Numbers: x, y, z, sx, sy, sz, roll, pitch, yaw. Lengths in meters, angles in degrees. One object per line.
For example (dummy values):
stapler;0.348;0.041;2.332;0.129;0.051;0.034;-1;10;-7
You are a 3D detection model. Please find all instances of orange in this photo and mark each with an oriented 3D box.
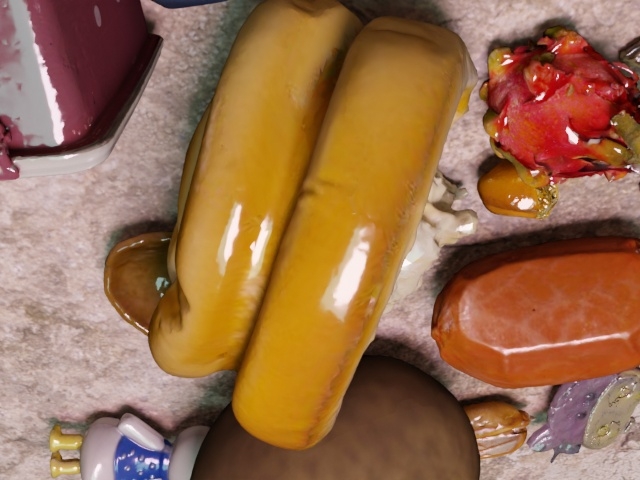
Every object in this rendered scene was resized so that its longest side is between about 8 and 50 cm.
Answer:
orange;0.198;-0.054;0.834;0.086;0.086;0.062;6;90;-7

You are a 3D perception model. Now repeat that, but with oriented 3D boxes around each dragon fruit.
dragon fruit;0.243;-0.106;0.751;0.150;0.208;0.133;-41;151;-20

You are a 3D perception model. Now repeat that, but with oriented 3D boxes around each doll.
doll;-0.210;0.290;1.089;0.293;0.119;0.138;5;114;0

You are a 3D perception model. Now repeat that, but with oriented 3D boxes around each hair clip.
hair clip;0.356;0.229;1.091;0.146;0.056;0.187;9;127;-19

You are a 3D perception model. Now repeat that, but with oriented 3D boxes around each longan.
longan;0.017;0.285;0.961;0.350;0.288;0.288;-25;130;-9

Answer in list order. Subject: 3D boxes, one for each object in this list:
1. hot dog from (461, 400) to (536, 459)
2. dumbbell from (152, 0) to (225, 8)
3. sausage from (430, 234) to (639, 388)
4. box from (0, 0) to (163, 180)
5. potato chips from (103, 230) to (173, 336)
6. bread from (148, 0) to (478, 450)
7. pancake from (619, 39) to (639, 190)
hot dog;0.172;0.260;1.104;0.236;0.062;0.092;-11;129;11
dumbbell;0.009;-0.263;0.603;0.325;0.160;0.144;-6;101;4
sausage;0.252;0.079;0.893;0.268;0.153;0.141;-10;159;6
box;-0.236;-0.169;0.592;0.194;0.294;0.167;-7;119;2
potato chips;-0.140;0.051;0.923;0.202;0.049;0.150;9;121;-10
bread;-0.005;-0.016;0.773;0.245;0.329;0.423;31;126;18
pancake;0.355;-0.121;0.818;0.184;0.020;0.190;12;128;-12
